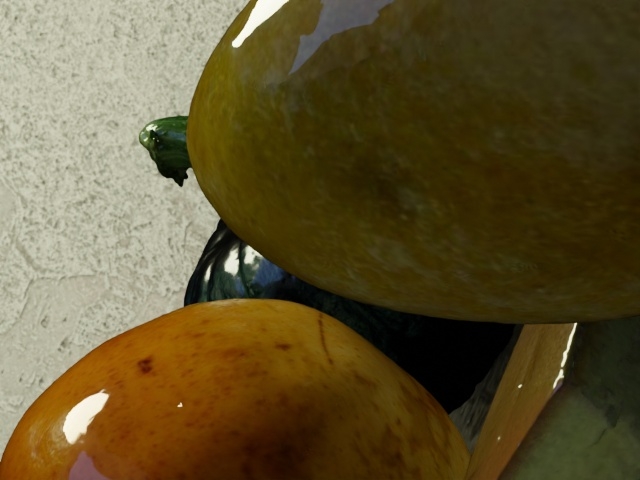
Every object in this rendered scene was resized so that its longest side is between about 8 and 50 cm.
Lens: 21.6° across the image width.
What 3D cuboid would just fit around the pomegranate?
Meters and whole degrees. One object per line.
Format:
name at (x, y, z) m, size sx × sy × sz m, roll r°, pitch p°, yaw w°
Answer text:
pomegranate at (-0.039, 0.157, 0.817) m, size 0.264 × 0.264 × 0.264 m, roll -62°, pitch 11°, yaw 21°

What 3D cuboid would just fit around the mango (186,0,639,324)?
mango at (0.120, -0.101, 0.521) m, size 0.384 × 0.221 × 0.199 m, roll -32°, pitch 36°, yaw 17°

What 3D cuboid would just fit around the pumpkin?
pumpkin at (0.000, 0.000, 0.998) m, size 0.248 × 0.248 × 0.248 m, roll -62°, pitch 11°, yaw 21°

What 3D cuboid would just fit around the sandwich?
sandwich at (0.129, 0.039, 0.655) m, size 0.258 × 0.094 × 0.096 m, roll -68°, pitch 9°, yaw -19°
